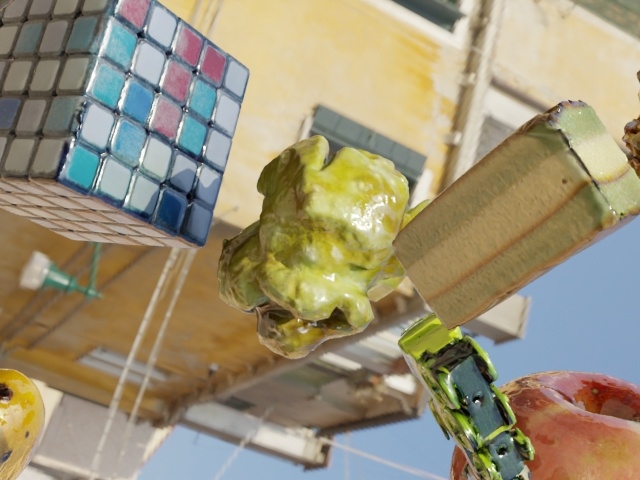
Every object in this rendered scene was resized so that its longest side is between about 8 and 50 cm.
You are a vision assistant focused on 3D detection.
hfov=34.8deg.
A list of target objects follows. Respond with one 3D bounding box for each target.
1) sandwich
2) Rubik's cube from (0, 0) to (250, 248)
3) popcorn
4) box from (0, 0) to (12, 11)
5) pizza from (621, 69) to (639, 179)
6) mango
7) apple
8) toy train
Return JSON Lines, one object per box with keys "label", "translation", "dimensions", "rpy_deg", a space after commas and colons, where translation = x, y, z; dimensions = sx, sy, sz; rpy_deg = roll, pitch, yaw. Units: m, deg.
{"label": "sandwich", "translation": [0.100, -0.005, 0.604], "dimensions": [0.163, 0.079, 0.113], "rpy_deg": [-36, 171, 26]}
{"label": "Rubik's cube", "translation": [-0.315, -0.167, 1.421], "dimensions": [0.293, 0.287, 0.291], "rpy_deg": [2, -108, 36]}
{"label": "popcorn", "translation": [0.002, 0.004, 1.279], "dimensions": [0.226, 0.276, 0.276], "rpy_deg": [21, -94, 29]}
{"label": "box", "translation": [-0.358, -0.280, 0.873], "dimensions": [0.273, 0.184, 0.143], "rpy_deg": [-30, -129, 24]}
{"label": "pizza", "translation": [0.408, -0.072, 1.194], "dimensions": [0.287, 0.074, 0.251], "rpy_deg": [62, 22, -63]}
{"label": "mango", "translation": [-0.399, 0.252, 1.158], "dimensions": [0.262, 0.109, 0.157], "rpy_deg": [-54, 180, 28]}
{"label": "apple", "translation": [0.334, 0.354, 1.319], "dimensions": [0.364, 0.364, 0.363], "rpy_deg": [-51, -155, 35]}
{"label": "toy train", "translation": [0.133, 0.170, 0.787], "dimensions": [0.053, 0.249, 0.085], "rpy_deg": [-31, -153, -9]}
